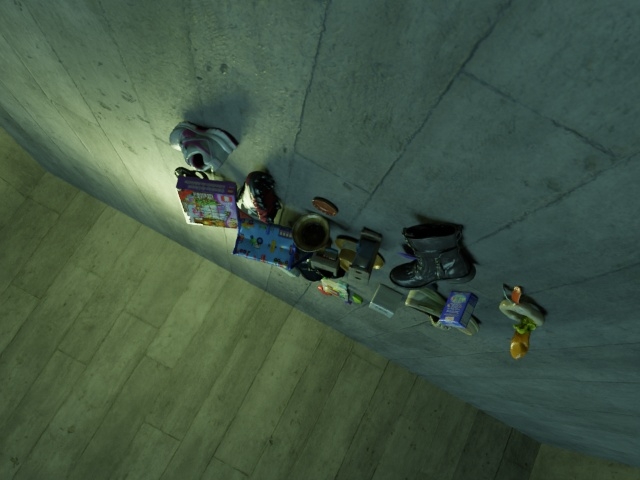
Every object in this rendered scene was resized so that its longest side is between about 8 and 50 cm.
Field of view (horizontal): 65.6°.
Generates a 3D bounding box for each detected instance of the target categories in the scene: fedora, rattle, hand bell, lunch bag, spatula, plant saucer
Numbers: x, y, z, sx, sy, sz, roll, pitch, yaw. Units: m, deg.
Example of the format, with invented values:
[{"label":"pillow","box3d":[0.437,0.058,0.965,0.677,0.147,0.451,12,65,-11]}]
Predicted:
[{"label":"fedora","box3d":[0.118,0.067,1.678,0.194,0.079,0.194,26,164,8]},{"label":"rattle","box3d":[0.533,0.224,1.378,0.130,0.143,0.199,40,179,36]},{"label":"hand bell","box3d":[0.000,0.000,1.678,0.126,0.126,0.242,23,174,19]},{"label":"lunch bag","box3d":[-0.148,0.000,1.795,0.221,0.138,0.293,14,-173,15]},{"label":"spatula","box3d":[0.313,0.097,1.534,0.084,0.030,0.296,13,158,34]},{"label":"plant saucer","box3d":[0.014,-0.100,1.470,0.083,0.013,0.083,27,164,8]}]

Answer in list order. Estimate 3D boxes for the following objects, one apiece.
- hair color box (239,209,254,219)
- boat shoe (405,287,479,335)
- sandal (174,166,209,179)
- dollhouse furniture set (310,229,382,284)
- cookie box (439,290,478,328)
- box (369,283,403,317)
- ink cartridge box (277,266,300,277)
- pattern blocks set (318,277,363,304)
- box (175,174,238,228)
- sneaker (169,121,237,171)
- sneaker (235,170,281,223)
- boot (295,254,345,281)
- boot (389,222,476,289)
[{"label":"hair color box","box3d":[-0.302,-0.074,2.009,0.141,0.043,0.072,34,163,-13]},{"label":"boat shoe","box3d":[0.421,0.261,1.724,0.302,0.098,0.109,34,163,-18]},{"label":"sandal","box3d":[-0.428,-0.216,1.773,0.090,0.060,0.219,-13,155,37]},{"label":"dollhouse furniture set","box3d":[0.078,0.035,1.515,0.183,0.129,0.129,17,161,8]},{"label":"cookie box","box3d":[0.433,0.217,1.558,0.040,0.107,0.092,36,162,-22]},{"label":"box","box3d":[0.255,0.239,1.948,0.101,0.087,0.102,27,164,8]},{"label":"ink cartridge box","box3d":[-0.157,0.054,2.034,0.209,0.109,0.062,37,161,-23]},{"label":"pattern blocks set","box3d":[0.067,0.232,2.343,0.285,0.026,0.325,20,161,27]},{"label":"box","box3d":[-0.401,-0.132,1.809,0.201,0.057,0.293,6,158,-3]},{"label":"sneaker","box3d":[-0.359,-0.263,1.421,0.252,0.111,0.103,15,159,39]},{"label":"sneaker","box3d":[-0.210,-0.143,1.556,0.135,0.098,0.276,23,164,11]},{"label":"boot","box3d":[0.013,0.116,1.963,0.207,0.094,0.246,12,162,35]},{"label":"boot","box3d":[0.266,0.033,1.296,0.263,0.091,0.229,-10,143,31]}]
